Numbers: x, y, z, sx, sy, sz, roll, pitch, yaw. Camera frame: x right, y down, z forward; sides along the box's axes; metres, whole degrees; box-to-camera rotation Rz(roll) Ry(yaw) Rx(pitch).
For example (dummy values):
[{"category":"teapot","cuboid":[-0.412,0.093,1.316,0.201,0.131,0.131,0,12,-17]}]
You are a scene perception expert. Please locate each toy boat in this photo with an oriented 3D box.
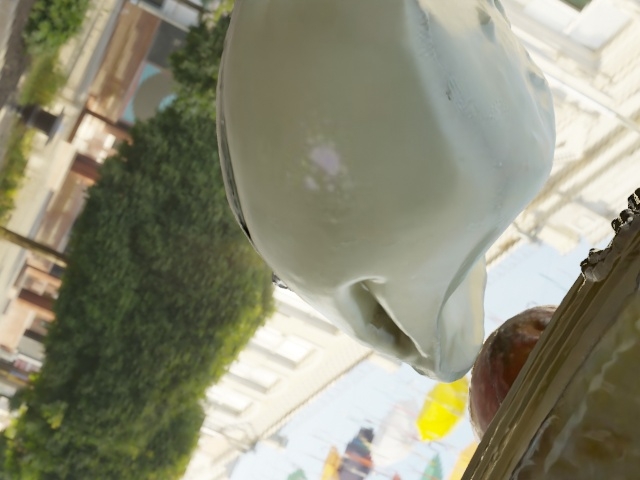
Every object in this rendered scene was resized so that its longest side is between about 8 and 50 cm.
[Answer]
[{"category":"toy boat","cuboid":[0.113,0.101,0.394,0.310,0.089,0.115,-64,177,7]}]

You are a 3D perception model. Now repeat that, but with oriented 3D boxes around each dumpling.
[{"category":"dumpling","cuboid":[0.046,-0.110,0.677,0.233,0.395,0.315,-15,-154,18]}]

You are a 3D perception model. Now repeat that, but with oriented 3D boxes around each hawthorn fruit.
[{"category":"hawthorn fruit","cuboid":[0.208,0.144,0.770,0.173,0.173,0.173,-58,-165,25]}]

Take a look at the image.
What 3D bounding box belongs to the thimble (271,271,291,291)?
[{"category":"thimble","cuboid":[0.001,-0.002,0.806,0.095,0.066,0.104,140,-30,-67]}]
